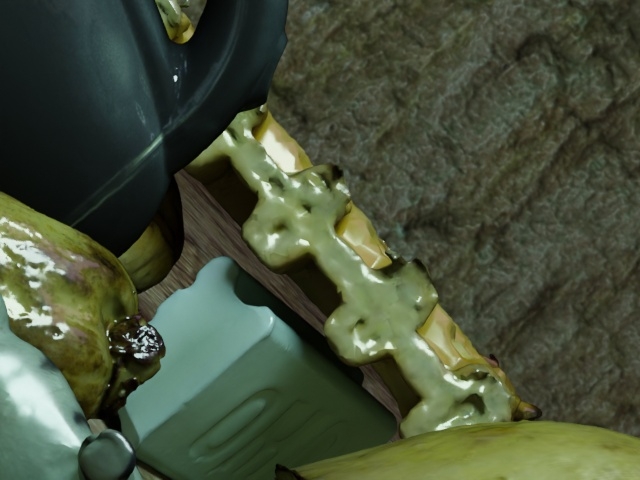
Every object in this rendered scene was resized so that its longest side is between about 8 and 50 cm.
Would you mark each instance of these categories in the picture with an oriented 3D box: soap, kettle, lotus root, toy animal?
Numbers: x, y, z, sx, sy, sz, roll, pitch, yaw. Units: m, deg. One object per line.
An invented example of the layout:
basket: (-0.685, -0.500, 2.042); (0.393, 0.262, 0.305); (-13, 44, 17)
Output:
soap: (-0.044, 0.100, 1.218); (0.066, 0.119, 0.198); (51, 4, 33)
kettle: (-0.164, -0.126, 0.985); (0.290, 0.268, 0.207); (49, 8, -9)
lotus root: (-0.163, 0.014, 0.905); (0.191, 0.094, 0.108); (39, 23, -16)
toy animal: (-0.108, 0.091, 0.760); (0.255, 0.090, 0.170); (57, -17, -8)

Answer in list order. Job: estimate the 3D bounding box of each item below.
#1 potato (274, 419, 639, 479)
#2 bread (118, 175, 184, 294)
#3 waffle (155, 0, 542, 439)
potato: (0.093, 0.177, 0.872); (0.242, 0.242, 0.285); (49, -15, 5)
bread: (-0.172, -0.048, 1.259); (0.198, 0.120, 0.236); (49, 3, -12)
waffle: (0.000, -0.001, 1.257); (0.348, 0.077, 0.304); (49, 1, 7)
